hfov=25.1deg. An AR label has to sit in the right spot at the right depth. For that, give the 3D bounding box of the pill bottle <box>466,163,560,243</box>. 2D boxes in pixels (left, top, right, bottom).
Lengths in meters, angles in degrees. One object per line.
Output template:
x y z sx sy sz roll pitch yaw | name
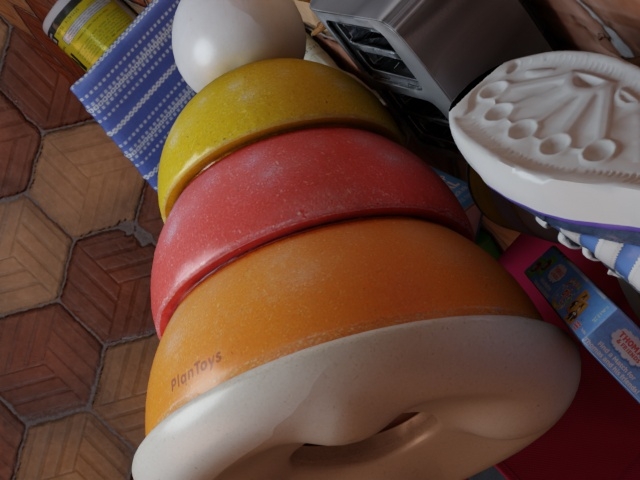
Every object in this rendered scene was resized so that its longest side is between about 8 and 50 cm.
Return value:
0.194 -0.051 1.176 0.103 0.103 0.184 46 175 -13 | pill bottle

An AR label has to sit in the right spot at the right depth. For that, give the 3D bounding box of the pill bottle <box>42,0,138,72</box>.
-0.311 -0.292 2.189 0.208 0.119 0.119 44 170 1 | pill bottle

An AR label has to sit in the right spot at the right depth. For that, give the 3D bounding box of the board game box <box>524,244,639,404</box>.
0.234 0.090 1.061 0.160 0.039 0.211 45 -173 -10 | board game box

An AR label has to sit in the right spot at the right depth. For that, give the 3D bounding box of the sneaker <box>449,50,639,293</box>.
0.235 0.016 0.960 0.322 0.130 0.236 25 149 47 | sneaker

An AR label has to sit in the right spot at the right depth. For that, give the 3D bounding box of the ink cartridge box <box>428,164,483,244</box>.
0.000 0.000 1.544 0.307 0.129 0.223 27 129 23 | ink cartridge box

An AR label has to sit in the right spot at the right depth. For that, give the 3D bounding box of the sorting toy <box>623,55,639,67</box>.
0.298 -0.052 0.960 0.196 0.047 0.347 46 170 -12 | sorting toy

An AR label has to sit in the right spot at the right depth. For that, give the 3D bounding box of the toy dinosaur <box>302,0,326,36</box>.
-0.016 -0.253 1.335 0.112 0.064 0.211 49 169 -21 | toy dinosaur

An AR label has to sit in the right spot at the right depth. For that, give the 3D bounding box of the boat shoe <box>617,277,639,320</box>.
0.333 0.061 1.098 0.305 0.109 0.091 42 147 -27 | boat shoe

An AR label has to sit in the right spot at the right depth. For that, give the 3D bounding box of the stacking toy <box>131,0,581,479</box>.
-0.018 -0.031 1.171 0.350 0.350 0.480 67 -173 -66 | stacking toy

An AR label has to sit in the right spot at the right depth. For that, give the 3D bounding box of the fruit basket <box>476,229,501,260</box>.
0.101 0.102 1.860 0.392 0.283 0.392 44 155 28 | fruit basket

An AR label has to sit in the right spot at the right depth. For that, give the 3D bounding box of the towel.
-0.119 -0.146 1.672 0.040 0.243 0.336 19 154 46 | towel

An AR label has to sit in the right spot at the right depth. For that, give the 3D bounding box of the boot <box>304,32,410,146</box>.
0.027 -0.130 1.631 0.165 0.077 0.213 38 162 25 | boot

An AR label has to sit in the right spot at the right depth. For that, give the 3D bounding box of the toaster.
0.102 -0.154 1.136 0.168 0.110 0.185 48 169 -28 | toaster

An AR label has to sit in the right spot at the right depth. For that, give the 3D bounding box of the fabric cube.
0.260 0.163 1.399 0.259 0.258 0.254 47 169 -18 | fabric cube
